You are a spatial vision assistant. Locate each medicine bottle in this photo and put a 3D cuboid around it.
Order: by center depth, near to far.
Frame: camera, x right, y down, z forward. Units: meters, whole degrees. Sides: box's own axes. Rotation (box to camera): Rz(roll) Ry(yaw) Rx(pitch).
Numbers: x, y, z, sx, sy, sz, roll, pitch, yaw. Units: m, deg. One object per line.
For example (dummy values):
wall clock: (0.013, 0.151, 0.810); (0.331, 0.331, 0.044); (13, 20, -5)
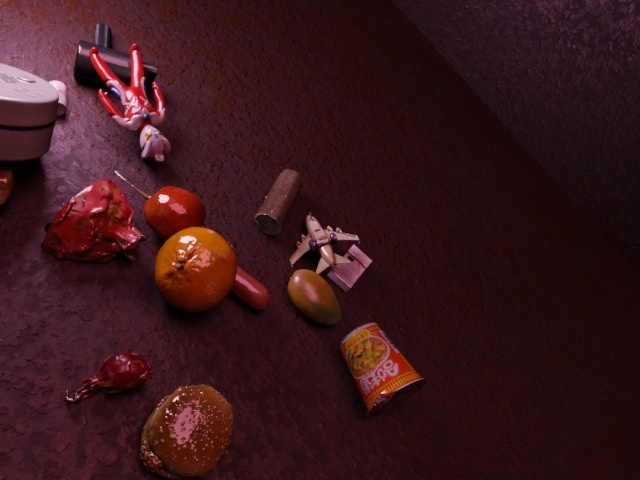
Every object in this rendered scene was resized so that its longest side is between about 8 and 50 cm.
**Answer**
medicine bottle: (-0.774, -0.417, 1.623); (0.057, 0.057, 0.089); (4, 55, -30)

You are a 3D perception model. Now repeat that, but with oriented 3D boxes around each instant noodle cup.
instant noodle cup: (0.156, 0.351, 1.546); (0.193, 0.193, 0.212); (-11, 56, -37)

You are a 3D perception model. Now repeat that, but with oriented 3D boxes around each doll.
doll: (-0.554, -0.405, 1.660); (0.188, 0.099, 0.384); (-22, 86, -32)

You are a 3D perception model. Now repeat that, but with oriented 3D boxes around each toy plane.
toy plane: (0.000, 0.000, 1.746); (0.228, 0.092, 0.244); (-19, 54, -9)

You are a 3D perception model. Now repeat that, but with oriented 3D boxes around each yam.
yam: (-0.129, -0.131, 1.780); (0.093, 0.093, 0.259); (31, 46, -8)

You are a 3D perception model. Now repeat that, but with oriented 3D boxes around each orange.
orange: (-0.322, 0.073, 1.423); (0.219, 0.193, 0.220); (-10, 57, 16)

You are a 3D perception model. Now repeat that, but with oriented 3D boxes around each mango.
mango: (-0.015, 0.171, 1.629); (0.194, 0.092, 0.130); (43, 43, -8)

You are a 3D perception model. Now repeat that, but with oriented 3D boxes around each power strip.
power strip: (-0.839, -0.332, 1.352); (0.357, 0.162, 0.357); (19, 22, -8)

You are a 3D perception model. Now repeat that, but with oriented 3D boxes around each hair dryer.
hair dryer: (-0.665, -0.614, 1.818); (0.244, 0.116, 0.303); (10, 45, -29)

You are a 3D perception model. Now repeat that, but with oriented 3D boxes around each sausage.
sausage: (-0.222, 0.122, 1.545); (0.194, 0.077, 0.077); (37, 46, -2)

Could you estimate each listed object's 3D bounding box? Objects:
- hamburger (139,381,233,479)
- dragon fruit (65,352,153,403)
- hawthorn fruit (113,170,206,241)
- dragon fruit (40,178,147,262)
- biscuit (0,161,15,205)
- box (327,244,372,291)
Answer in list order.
hamburger: (-0.296, 0.432, 1.232); (0.189, 0.122, 0.215); (40, 48, -2)
dragon fruit: (-0.475, 0.306, 1.245); (0.190, 0.094, 0.094); (-13, 64, -25)
hawthorn fruit: (-0.446, -0.108, 1.512); (0.285, 0.165, 0.165); (38, 45, -11)
dragon fruit: (-0.545, -0.042, 1.429); (0.211, 0.134, 0.262); (37, 46, -7)
biscuit: (-0.890, -0.175, 1.341); (0.274, 0.091, 0.213); (9, 41, -24)
box: (0.095, 0.089, 1.786); (0.084, 0.040, 0.154); (40, 47, 4)
